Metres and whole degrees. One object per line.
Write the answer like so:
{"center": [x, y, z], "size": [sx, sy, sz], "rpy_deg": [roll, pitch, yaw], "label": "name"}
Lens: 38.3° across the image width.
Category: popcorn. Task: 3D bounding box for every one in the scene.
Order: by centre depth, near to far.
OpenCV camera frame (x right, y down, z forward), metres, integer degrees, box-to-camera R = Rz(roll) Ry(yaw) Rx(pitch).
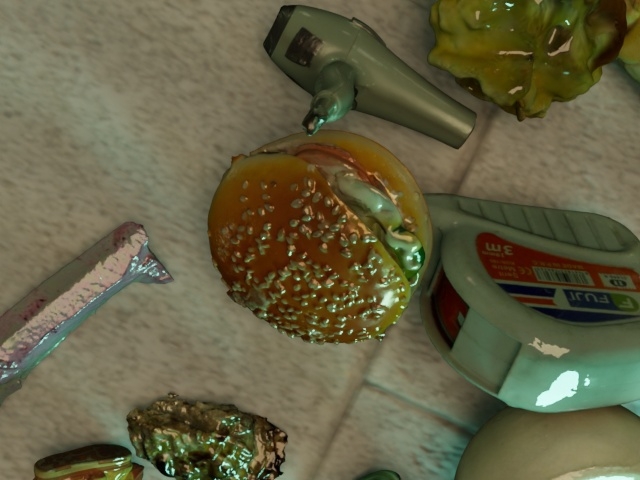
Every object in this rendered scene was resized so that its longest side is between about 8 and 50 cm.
{"center": [0.198, -0.221, 0.921], "size": [0.218, 0.169, 0.189], "rpy_deg": [20, 98, -27], "label": "popcorn"}

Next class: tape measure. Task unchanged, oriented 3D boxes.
{"center": [0.213, 0.063, 0.929], "size": [0.243, 0.246, 0.125], "rpy_deg": [5, 131, -11], "label": "tape measure"}

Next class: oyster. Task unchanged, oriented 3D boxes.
{"center": [-0.121, 0.216, 0.969], "size": [0.177, 0.056, 0.105], "rpy_deg": [34, 97, -14], "label": "oyster"}

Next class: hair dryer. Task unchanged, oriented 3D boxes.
{"center": [0.064, -0.124, 0.880], "size": [0.229, 0.267, 0.092], "rpy_deg": [19, 118, -23], "label": "hair dryer"}

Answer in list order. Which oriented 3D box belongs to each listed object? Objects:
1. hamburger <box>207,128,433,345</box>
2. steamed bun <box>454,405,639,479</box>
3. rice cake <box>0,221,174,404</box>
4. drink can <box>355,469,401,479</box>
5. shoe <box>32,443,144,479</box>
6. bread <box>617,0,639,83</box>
{"center": [-0.004, -0.002, 0.897], "size": [0.237, 0.147, 0.237], "rpy_deg": [7, 117, 14], "label": "hamburger"}
{"center": [0.247, 0.248, 0.969], "size": [0.232, 0.145, 0.232], "rpy_deg": [-7, 130, -8], "label": "steamed bun"}
{"center": [-0.280, 0.092, 0.932], "size": [0.290, 0.051, 0.081], "rpy_deg": [-38, 98, -4], "label": "rice cake"}
{"center": [0.088, 0.355, 0.978], "size": [0.118, 0.118, 0.205], "rpy_deg": [-30, 98, -5], "label": "drink can"}
{"center": [-0.241, 0.248, 0.942], "size": [0.109, 0.072, 0.069], "rpy_deg": [-2, 101, -52], "label": "shoe"}
{"center": [0.444, -0.172, 0.967], "size": [0.311, 0.173, 0.121], "rpy_deg": [45, 51, -8], "label": "bread"}
